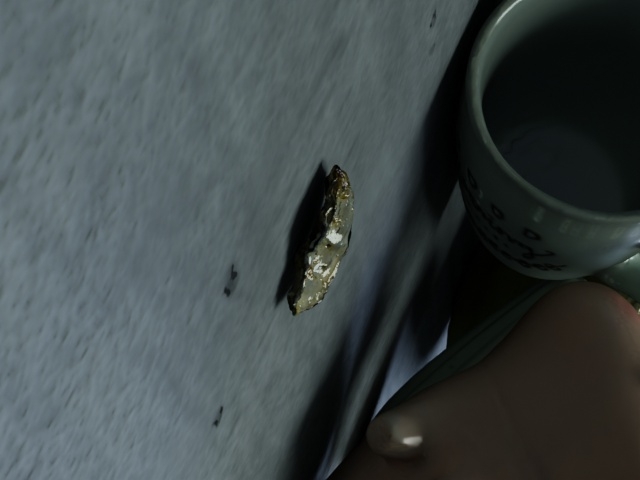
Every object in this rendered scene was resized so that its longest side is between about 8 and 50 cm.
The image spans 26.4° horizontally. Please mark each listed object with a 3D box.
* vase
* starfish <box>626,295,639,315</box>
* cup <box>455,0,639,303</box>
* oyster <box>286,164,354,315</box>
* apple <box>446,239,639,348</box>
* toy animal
[{"bbox_3d":[0.144,0.130,1.128,0.248,0.128,0.128,-48,168,6],"label":"vase"},{"bbox_3d":[0.331,-0.013,1.097,0.138,0.247,0.050,-118,-172,-59],"label":"starfish"},{"bbox_3d":[0.206,-0.034,0.991,0.186,0.258,0.234,-28,163,-9],"label":"cup"},{"bbox_3d":[0.001,-0.003,0.709,0.054,0.019,0.083,-46,157,-54],"label":"oyster"},{"bbox_3d":[0.278,0.076,1.299,0.311,0.320,0.360,12,93,-63],"label":"apple"},{"bbox_3d":[0.140,0.175,0.950,0.269,0.237,0.326,2,145,-43],"label":"toy animal"}]
